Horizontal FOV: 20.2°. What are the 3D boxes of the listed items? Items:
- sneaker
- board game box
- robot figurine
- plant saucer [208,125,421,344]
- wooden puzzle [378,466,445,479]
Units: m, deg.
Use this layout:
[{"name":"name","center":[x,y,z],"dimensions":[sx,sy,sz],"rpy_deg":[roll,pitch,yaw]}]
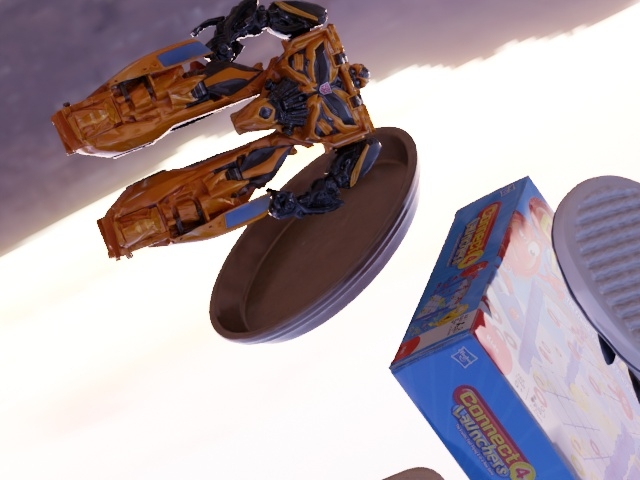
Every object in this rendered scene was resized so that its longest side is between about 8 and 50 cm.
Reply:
[{"name":"sneaker","center":[0.288,0.081,1.432],"dimensions":[0.126,0.321,0.127],"rpy_deg":[-50,-170,-19]},{"name":"board game box","center":[0.211,0.140,1.618],"dimensions":[0.086,0.308,0.302],"rpy_deg":[-29,-163,27]},{"name":"robot figurine","center":[-0.079,-0.100,1.618],"dimensions":[0.291,0.211,0.085],"rpy_deg":[-24,-175,-16]},{"name":"plant saucer","center":[0.000,0.000,1.804],"dimensions":[0.278,0.041,0.278],"rpy_deg":[-37,-154,21]},{"name":"wooden puzzle","center":[-0.005,0.262,0.956],"dimensions":[0.239,0.221,0.044],"rpy_deg":[-21,166,-10]}]
